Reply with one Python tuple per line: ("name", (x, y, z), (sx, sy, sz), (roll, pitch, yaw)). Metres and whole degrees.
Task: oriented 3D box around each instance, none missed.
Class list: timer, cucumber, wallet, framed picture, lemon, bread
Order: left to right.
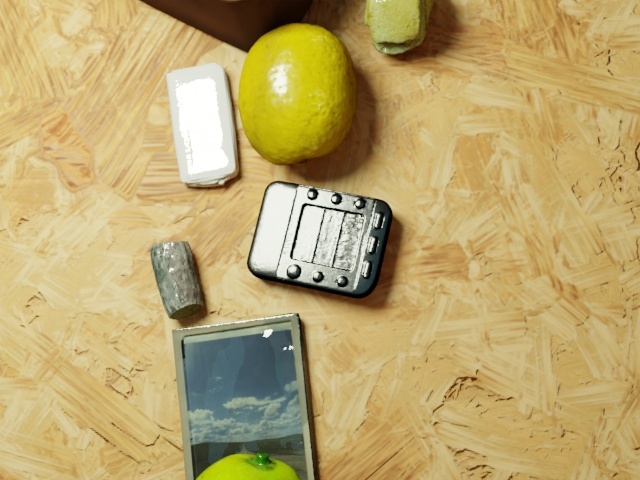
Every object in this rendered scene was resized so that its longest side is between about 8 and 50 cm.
("cucumber", (-0.207, 0.055, 1.215), (0.064, 0.064, 0.111), (-14, 82, 4))
("wallet", (-0.174, -0.170, 1.268), (0.095, 0.033, 0.189), (-12, 78, 5))
("framed picture", (-0.106, 0.239, 1.192), (0.189, 0.023, 0.259), (-8, 79, 8))
("lemon", (-0.032, -0.207, 1.191), (0.170, 0.170, 0.207), (1, 85, 6))
("timer", (0.000, 0.000, 1.209), (0.188, 0.055, 0.144), (12, 79, 12))
("bread", (0.117, -0.328, 1.237), (0.103, 0.156, 0.110), (5, 113, 14))

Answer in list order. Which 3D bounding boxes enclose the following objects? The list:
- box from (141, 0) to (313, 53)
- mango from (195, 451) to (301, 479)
("box", (-0.164, -0.446, 1.217), (0.340, 0.229, 0.239), (28, 83, 11))
("mango", (-0.082, 0.443, 1.081), (0.193, 0.156, 0.342), (-12, 88, 13))
